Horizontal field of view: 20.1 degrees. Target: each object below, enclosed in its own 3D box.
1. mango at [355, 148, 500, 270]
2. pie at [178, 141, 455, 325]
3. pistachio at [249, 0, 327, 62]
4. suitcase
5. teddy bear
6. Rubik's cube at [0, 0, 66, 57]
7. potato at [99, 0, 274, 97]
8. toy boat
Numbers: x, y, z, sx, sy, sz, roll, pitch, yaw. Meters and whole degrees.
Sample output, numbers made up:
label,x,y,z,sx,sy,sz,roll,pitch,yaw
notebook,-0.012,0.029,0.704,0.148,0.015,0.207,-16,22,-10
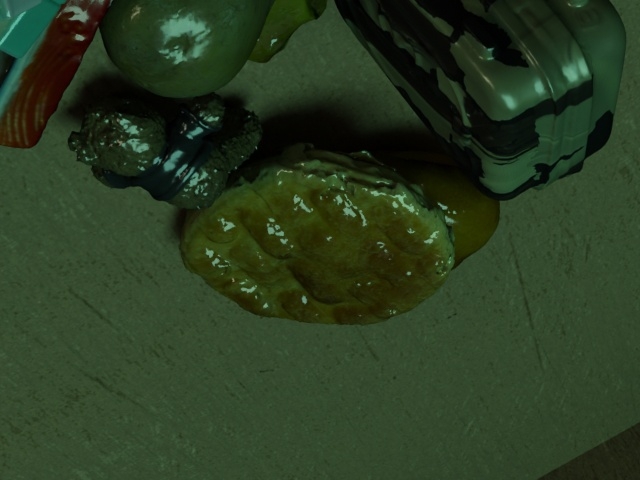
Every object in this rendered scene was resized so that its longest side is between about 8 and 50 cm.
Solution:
label,x,y,z,sx,sy,sz,roll,pitch,yaw
mango,0.123,-0.050,2.280,0.236,0.136,0.166,11,157,-28
pie,0.000,0.000,2.190,0.339,0.083,0.339,4,144,3
pistachio,-0.038,-0.258,1.899,0.089,0.049,0.173,12,140,-15
suitcase,0.157,-0.220,1.832,0.194,0.351,0.339,-31,156,-10
teddy bear,-0.157,-0.095,1.978,0.182,0.129,0.251,-45,147,25
Rubik's cube,-0.286,-0.263,1.418,0.224,0.213,0.265,-11,112,-13
potato,-0.124,-0.230,1.746,0.178,0.160,0.235,-41,178,32
toy boat,-0.267,-0.240,1.657,0.133,0.145,0.332,20,131,-18
